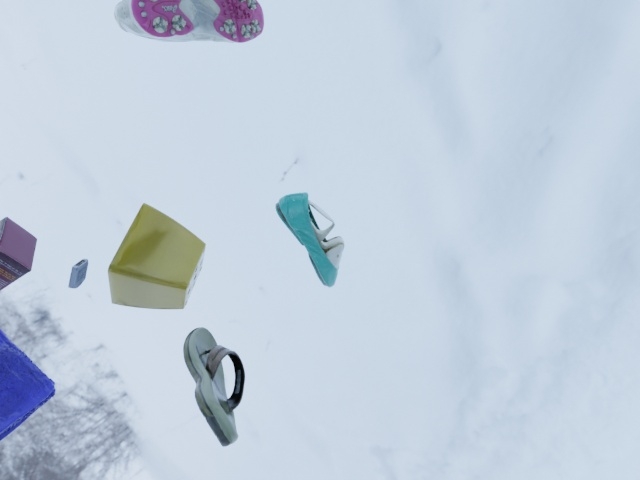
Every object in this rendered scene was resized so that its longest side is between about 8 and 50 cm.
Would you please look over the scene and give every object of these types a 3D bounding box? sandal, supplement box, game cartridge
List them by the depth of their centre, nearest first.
[{"bbox_3d":[-0.176,0.251,0.996,0.120,0.086,0.303,60,173,-27],"label":"sandal"},{"bbox_3d":[-0.672,0.052,1.098,0.080,0.188,0.104,51,-167,-42],"label":"supplement box"},{"bbox_3d":[-0.538,0.076,1.222,0.083,0.017,0.055,-117,38,-78],"label":"game cartridge"}]

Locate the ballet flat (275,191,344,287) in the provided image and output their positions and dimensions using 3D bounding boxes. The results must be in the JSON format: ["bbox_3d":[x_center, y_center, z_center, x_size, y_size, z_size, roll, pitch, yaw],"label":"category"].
[{"bbox_3d":[0.000,0.000,1.143,0.087,0.083,0.247,-23,123,14],"label":"ballet flat"}]

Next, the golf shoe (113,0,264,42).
[{"bbox_3d":[-0.246,-0.434,1.051,0.140,0.306,0.115,9,107,41],"label":"golf shoe"}]

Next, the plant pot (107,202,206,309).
[{"bbox_3d":[-0.417,0.066,1.445,0.187,0.212,0.212,20,146,-6],"label":"plant pot"}]

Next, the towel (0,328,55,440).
[{"bbox_3d":[-0.536,0.154,0.768,0.076,0.227,0.308,-42,94,16],"label":"towel"}]
